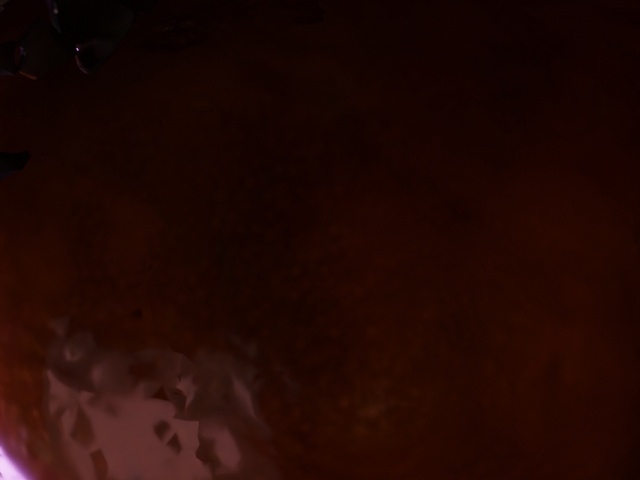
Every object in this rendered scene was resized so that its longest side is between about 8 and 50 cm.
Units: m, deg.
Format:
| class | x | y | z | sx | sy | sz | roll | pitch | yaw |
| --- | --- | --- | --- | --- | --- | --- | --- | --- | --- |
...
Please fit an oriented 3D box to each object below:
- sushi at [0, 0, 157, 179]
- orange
| class | x | y | z | sx | sy | sz | roll | pitch | yaw |
| --- | --- | --- | --- | --- | --- | --- | --- | --- | --- |
| sushi | -0.157 | -0.140 | 0.497 | 0.417 | 0.417 | 0.176 | 0 | 145 | 47 |
| orange | 0.000 | 0.000 | 0.565 | 0.284 | 0.284 | 0.226 | 13 | 126 | 39 |
